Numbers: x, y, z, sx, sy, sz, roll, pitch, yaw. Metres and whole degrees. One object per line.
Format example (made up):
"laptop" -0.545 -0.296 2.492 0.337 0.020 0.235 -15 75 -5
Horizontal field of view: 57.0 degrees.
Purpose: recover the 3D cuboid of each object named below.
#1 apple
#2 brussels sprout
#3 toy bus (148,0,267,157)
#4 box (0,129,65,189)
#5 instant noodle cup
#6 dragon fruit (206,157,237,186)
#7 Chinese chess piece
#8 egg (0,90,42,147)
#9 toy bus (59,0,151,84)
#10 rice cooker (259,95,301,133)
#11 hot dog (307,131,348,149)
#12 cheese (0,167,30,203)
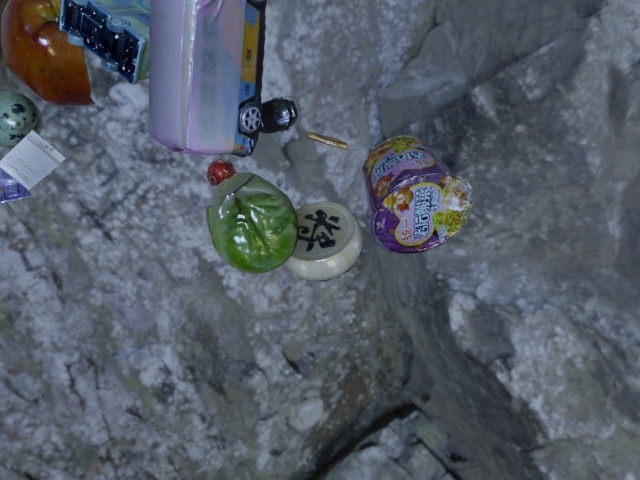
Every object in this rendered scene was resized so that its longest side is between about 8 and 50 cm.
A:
"apple" -0.823 -0.590 1.816 0.329 0.295 0.365 23 160 -14
"brussels sprout" -0.166 -0.039 1.453 0.244 0.244 0.244 49 162 22
"toy bus" -0.205 -0.341 1.040 0.171 0.162 0.386 19 113 32
"box" -0.792 -0.217 1.614 0.198 0.029 0.109 -24 123 36
"instant noodle cup" 0.291 -0.163 1.904 0.340 0.340 0.266 74 180 -46
"dragon fruit" -0.437 -0.293 2.582 0.136 0.166 0.133 18 112 10
"Chinese chess piece" 0.000 0.000 1.773 0.257 0.257 0.104 42 161 38
"egg" -0.956 -0.371 1.828 0.228 0.177 0.177 27 147 52
"toy bus" -0.550 -0.578 1.624 0.312 0.190 0.152 38 129 15
"rice cooker" -0.180 -0.518 2.453 0.118 0.203 0.142 -33 -70 -80
"hot dog" 0.023 -0.317 1.869 0.137 0.028 0.044 14 -173 -9
"cheese" -0.939 -0.183 1.803 0.042 0.105 0.191 91 157 -48
